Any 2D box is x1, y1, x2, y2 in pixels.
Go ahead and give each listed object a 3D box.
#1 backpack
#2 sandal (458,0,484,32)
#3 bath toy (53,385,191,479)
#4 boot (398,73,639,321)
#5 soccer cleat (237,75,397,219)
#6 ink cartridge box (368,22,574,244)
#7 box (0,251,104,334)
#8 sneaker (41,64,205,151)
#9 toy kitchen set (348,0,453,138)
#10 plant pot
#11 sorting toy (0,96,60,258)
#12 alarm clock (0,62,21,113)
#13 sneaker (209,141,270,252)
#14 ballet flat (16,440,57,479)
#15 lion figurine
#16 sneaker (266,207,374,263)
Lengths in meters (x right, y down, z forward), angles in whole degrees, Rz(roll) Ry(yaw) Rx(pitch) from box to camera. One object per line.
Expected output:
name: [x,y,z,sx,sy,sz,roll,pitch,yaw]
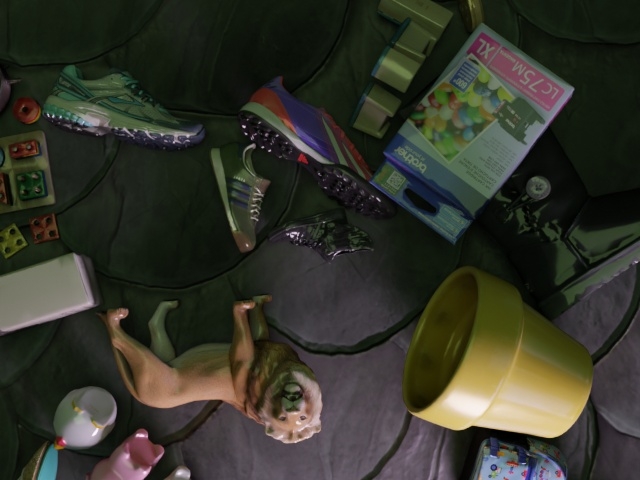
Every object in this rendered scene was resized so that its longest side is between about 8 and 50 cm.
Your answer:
backpack: [0.322,0.398,1.644,0.173,0.117,0.158,17,97,-3]
sandal: [0.212,-0.471,1.738,0.079,0.088,0.240,-16,90,-6]
bath toy: [-0.320,0.401,1.665,0.348,0.151,0.129,46,123,5]
boot: [0.398,-0.146,1.690,0.367,0.146,0.445,-34,81,-3]
soccer cleat: [0.014,-0.158,1.714,0.318,0.108,0.116,35,66,0]
ink cartridge box: [0.236,-0.168,1.607,0.186,0.065,0.311,38,95,8]
box: [-0.518,0.106,1.698,0.275,0.113,0.094,-17,86,1]
sneaker: [-0.331,-0.234,1.723,0.283,0.110,0.122,13,82,2]
toy kitchen set: [0.115,-0.311,1.741,0.122,0.166,0.207,30,50,3]
plant pot: [0.292,0.199,1.613,0.239,0.254,0.254,23,86,-11]
sorting toy: [-0.539,-0.109,1.748,0.132,0.046,0.274,-10,85,1]
alarm clock: [-0.624,-0.253,1.753,0.192,0.064,0.129,-42,86,-4]
sneaker: [-0.125,-0.081,1.724,0.086,0.064,0.192,-18,82,5]
ballet flat: [-0.489,0.439,1.692,0.067,0.073,0.206,3,81,16]
lion figurine: [-0.190,0.218,1.683,0.392,0.142,0.240,-3,93,15]
sneaker: [0.000,0.001,1.722,0.170,0.051,0.089,-17,80,-3]
